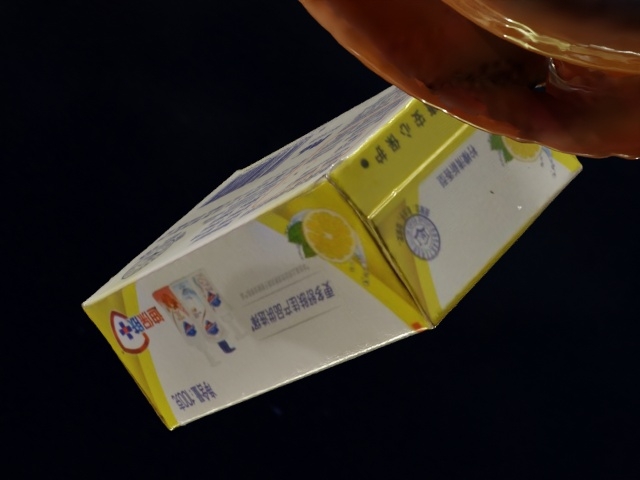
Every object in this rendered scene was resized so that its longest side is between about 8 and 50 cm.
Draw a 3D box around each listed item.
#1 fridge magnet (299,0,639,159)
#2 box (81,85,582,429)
[{"bbox_3d":[0.130,-0.208,0.707,0.364,0.155,0.363,1,-76,3],"label":"fridge magnet"},{"bbox_3d":[0.000,0.000,1.049,0.097,0.265,0.168,53,-131,-9],"label":"box"}]
